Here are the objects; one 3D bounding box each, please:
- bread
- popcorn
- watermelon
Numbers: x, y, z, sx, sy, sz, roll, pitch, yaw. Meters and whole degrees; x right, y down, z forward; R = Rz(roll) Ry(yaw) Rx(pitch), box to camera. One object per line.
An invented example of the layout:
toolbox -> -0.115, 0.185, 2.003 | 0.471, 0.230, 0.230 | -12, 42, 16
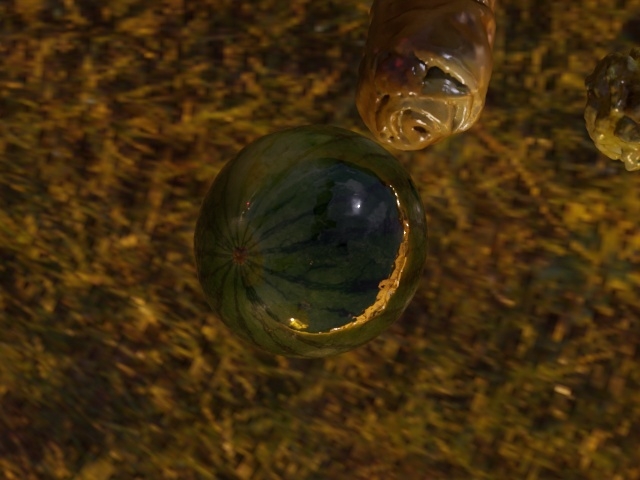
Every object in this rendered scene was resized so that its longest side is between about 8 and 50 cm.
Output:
bread -> 0.073, -0.175, 1.175 | 0.084, 0.367, 0.077 | -22, 120, 23
popcorn -> 0.315, -0.137, 1.944 | 0.106, 0.121, 0.116 | 42, 47, -10
watermelon -> 0.000, 0.000, 1.582 | 0.215, 0.188, 0.188 | -11, 101, -52
